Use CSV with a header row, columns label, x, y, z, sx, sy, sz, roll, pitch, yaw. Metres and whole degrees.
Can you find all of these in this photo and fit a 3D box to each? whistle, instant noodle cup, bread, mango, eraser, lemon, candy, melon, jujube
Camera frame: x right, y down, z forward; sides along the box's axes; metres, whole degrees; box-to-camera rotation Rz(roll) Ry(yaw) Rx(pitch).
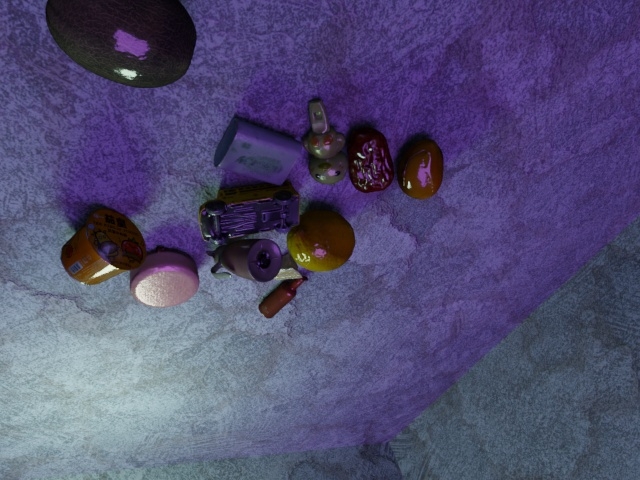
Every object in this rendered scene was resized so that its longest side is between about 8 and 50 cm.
label,x,y,z,sx,sy,sz,roll,pitch,yaw
whistle,0.011,-0.288,1.539,0.141,0.141,0.294,-21,138,-2
instant noodle cup,-0.687,0.032,1.526,0.172,0.215,0.216,-30,139,22
bread,-0.159,0.130,1.929,0.152,0.105,0.077,-32,132,9
mango,0.358,-0.252,1.732,0.166,0.136,0.236,-7,131,-13
eraser,-0.193,-0.268,1.510,0.227,0.081,0.174,12,129,-34
lemon,0.003,0.001,1.769,0.263,0.236,0.236,9,130,-22
candy,-0.565,0.138,1.763,0.255,0.094,0.255,-12,138,-11
melon,-0.432,-0.468,1.073,0.302,0.237,0.237,12,128,-30
jujube,0.165,-0.267,1.626,0.155,0.155,0.230,-18,129,-6

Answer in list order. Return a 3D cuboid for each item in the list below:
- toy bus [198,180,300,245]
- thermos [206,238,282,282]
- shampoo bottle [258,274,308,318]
label,x,y,z,sx,sy,sz,roll,pitch,yaw
toy bus,-0.240,-0.102,1.613,0.330,0.152,0.144,-10,132,-17
thermos,-0.280,0.070,1.697,0.176,0.265,0.146,-46,121,-34
shampoo bottle,-0.156,0.231,2.054,0.244,0.085,0.085,-41,136,18
